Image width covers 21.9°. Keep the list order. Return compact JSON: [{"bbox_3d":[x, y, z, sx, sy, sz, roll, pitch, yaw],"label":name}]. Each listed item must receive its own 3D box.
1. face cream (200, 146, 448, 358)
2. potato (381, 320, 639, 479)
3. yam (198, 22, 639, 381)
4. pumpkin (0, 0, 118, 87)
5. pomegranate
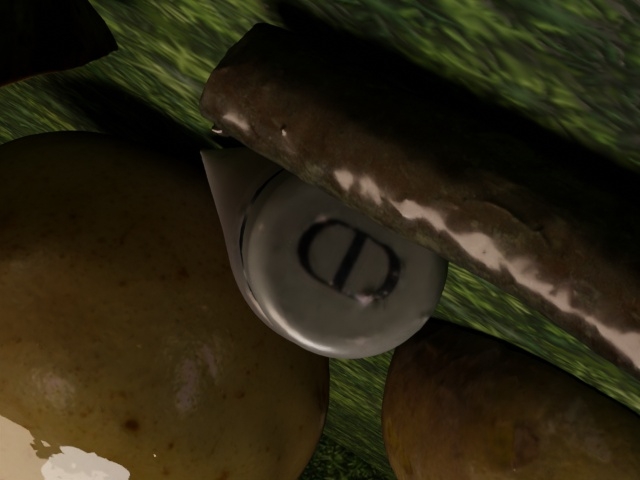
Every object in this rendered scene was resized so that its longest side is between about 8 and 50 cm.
[{"bbox_3d":[0.000,0.000,0.791,0.143,0.089,0.314,32,179,-5],"label":"face cream"},{"bbox_3d":[0.091,0.120,1.029,0.261,0.120,0.100,20,159,52],"label":"potato"},{"bbox_3d":[0.078,-0.003,0.571,0.274,0.061,0.061,30,171,19],"label":"yam"},{"bbox_3d":[-0.166,-0.126,0.695,0.254,0.149,0.130,-157,55,-67],"label":"pumpkin"},{"bbox_3d":[-0.155,0.071,1.044,0.319,0.319,0.319,31,171,5],"label":"pomegranate"}]
